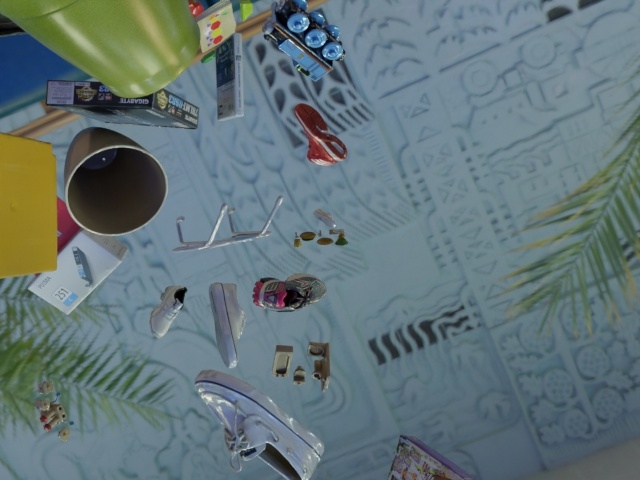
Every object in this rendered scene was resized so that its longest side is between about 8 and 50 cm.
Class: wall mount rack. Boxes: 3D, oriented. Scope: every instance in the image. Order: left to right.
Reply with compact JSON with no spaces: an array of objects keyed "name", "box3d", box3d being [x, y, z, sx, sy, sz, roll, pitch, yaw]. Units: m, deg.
[{"name":"wall mount rack","box3d":[-0.279,-0.051,2.072,0.350,0.131,0.304,-13,-175,-40]}]

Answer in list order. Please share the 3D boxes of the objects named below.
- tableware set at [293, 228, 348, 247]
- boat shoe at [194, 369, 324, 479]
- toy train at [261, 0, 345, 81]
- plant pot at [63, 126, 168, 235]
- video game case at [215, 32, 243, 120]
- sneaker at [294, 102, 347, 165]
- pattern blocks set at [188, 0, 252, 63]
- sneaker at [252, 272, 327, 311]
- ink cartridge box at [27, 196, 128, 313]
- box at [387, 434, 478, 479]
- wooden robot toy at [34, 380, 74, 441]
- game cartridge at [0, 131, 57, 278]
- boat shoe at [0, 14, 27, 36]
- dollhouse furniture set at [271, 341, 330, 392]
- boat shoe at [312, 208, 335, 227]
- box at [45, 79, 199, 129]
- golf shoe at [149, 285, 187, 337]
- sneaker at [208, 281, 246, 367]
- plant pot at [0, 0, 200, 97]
[{"name":"tableware set","box3d":[0.000,0.000,1.921,0.154,0.024,0.104,-3,-158,-1]},{"name":"boat shoe","box3d":[-0.162,0.455,1.556,0.136,0.367,0.156,-28,-154,46]},{"name":"toy train","box3d":[-0.034,-0.399,1.332,0.105,0.184,0.080,-31,-131,32]},{"name":"plant pot","box3d":[-0.572,-0.190,1.789,0.256,0.257,0.274,-27,-138,-16]},{"name":"video game case","box3d":[-0.205,-0.360,1.506,0.022,0.173,0.190,-4,-172,-20]},{"name":"sneaker","box3d":[-0.030,-0.314,2.098,0.128,0.221,0.087,-26,-162,46]},{"name":"pattern blocks set","box3d":[-0.349,-0.714,2.231,0.285,0.026,0.325,-32,165,-21]},{"name":"sneaker","box3d":[-0.076,0.174,2.098,0.112,0.121,0.299,12,-170,36]},{"name":"ink cartridge box","box3d":[-0.728,0.043,1.876,0.296,0.261,0.066,-39,-158,28]},{"name":"box","box3d":[0.276,0.644,1.694,0.057,0.201,0.293,17,-179,-30]},{"name":"wooden robot toy","box3d":[-0.731,0.460,1.800,0.079,0.173,0.076,-7,-161,33]},{"name":"game cartridge","box3d":[-0.627,-0.068,1.329,0.052,0.285,0.323,0,-179,8]},{"name":"boat shoe","box3d":[-0.700,-0.561,1.676,0.335,0.095,0.112,-31,152,-45]},{"name":"dollhouse furniture set","box3d":[-0.059,0.382,1.945,0.151,0.144,0.123,6,-140,-8]},{"name":"boat shoe","box3d":[0.019,-0.071,2.054,0.035,0.035,0.100,-38,-138,-18]},{"name":"box","box3d":[-0.508,-0.355,1.771,0.293,0.073,0.295,6,-178,11]},{"name":"golf shoe","box3d":[-0.454,0.207,2.021,0.086,0.069,0.176,-17,-133,38]},{"name":"sneaker","box3d":[-0.261,0.243,1.982,0.091,0.258,0.094,-5,165,-25]},{"name":"plant pot","box3d":[-0.420,-0.477,1.307,0.366,0.367,0.353,-23,144,9]}]
